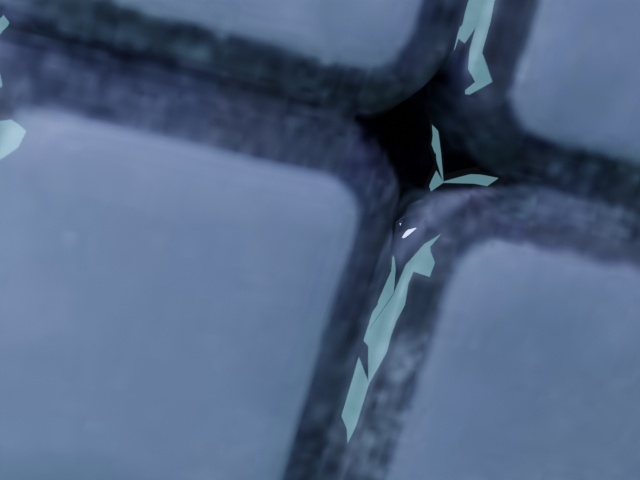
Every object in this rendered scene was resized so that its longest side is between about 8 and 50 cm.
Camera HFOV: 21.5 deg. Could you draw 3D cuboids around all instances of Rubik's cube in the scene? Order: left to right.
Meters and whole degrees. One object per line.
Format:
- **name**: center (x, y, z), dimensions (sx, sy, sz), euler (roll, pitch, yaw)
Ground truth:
- **Rubik's cube**: center (0.000, 0.000, 0.488), dimensions (0.305, 0.301, 0.304), euler (12, 101, -22)
